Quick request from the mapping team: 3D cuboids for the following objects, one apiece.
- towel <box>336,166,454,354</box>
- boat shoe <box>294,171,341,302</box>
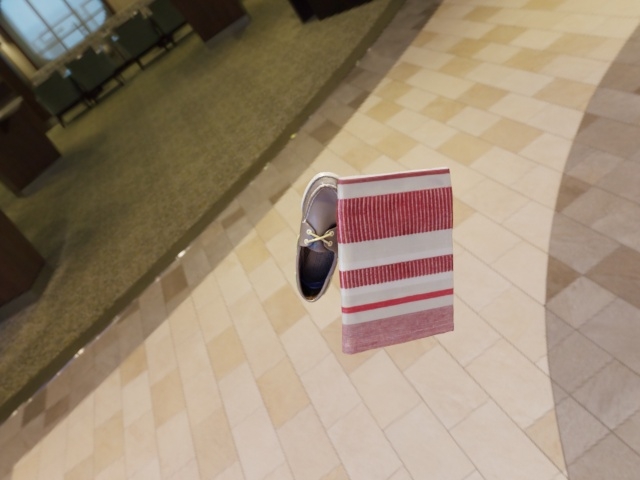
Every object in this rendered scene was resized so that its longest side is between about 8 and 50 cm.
[{"bbox_3d":[0.141,0.035,1.190,0.236,0.329,0.037,-8,14,-22],"label":"towel"},{"bbox_3d":[0.000,0.000,1.453,0.116,0.325,0.097,11,38,-1],"label":"boat shoe"}]
